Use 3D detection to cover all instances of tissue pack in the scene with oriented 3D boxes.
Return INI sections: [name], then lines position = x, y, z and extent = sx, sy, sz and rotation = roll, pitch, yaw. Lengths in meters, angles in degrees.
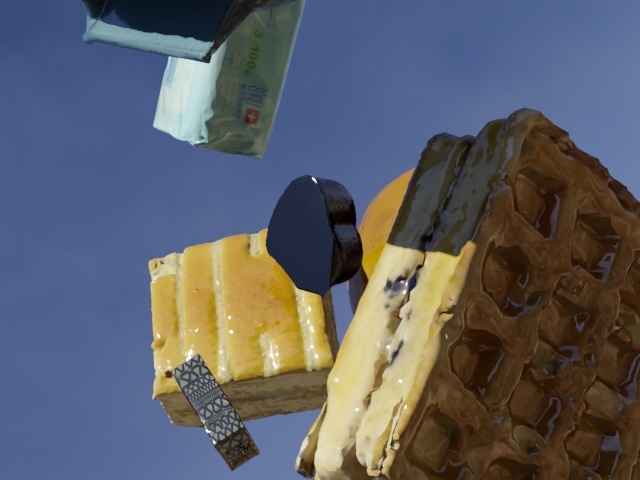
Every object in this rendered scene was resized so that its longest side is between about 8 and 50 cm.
[tissue pack]
position = -0.071, -0.212, 0.975
extent = 0.089, 0.177, 0.263
rotation = 13, -83, -22

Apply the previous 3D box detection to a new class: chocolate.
[chocolate]
position = 0.000, 0.000, 1.348
extent = 0.080, 0.149, 0.125
rotation = -4, -15, -43

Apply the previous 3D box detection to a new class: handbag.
[handbag]
position = -0.024, -0.180, 0.566
extent = 0.229, 0.179, 0.062
rotation = -41, -57, -20

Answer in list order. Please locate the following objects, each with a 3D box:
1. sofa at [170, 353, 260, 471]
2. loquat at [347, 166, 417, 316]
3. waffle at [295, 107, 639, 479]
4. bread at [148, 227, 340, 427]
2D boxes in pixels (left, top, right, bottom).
[sofa]
position = -0.111, 0.180, 1.142
extent = 0.039, 0.118, 0.060
rotation = -30, -43, -10
[loquat]
position = 0.196, 0.045, 1.522
extent = 0.328, 0.328, 0.328
rotation = -33, -29, -21
[waffle]
position = 0.151, 0.100, 0.605
extent = 0.308, 0.091, 0.213
rotation = 35, -112, -26
[bread]
position = -0.101, 0.106, 1.418
extent = 0.239, 0.246, 0.111
rotation = -10, -38, 4
